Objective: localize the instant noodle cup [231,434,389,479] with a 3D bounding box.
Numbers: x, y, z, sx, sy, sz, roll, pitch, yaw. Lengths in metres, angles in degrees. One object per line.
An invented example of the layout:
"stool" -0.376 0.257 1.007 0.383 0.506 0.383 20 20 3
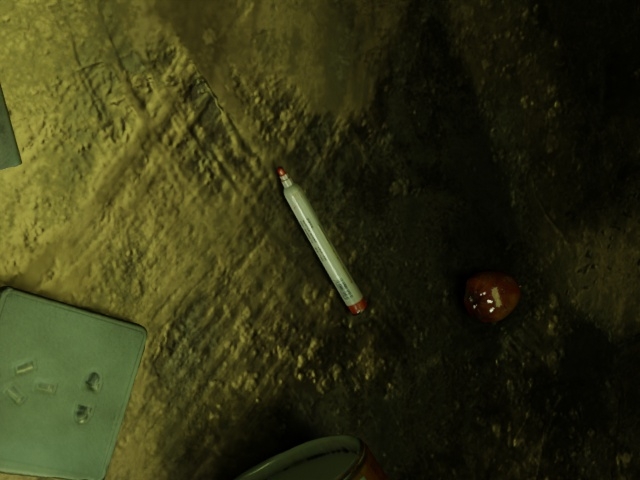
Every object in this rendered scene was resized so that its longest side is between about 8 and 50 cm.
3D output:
"instant noodle cup" -0.002 0.374 1.376 0.296 0.296 0.214 -28 98 -21

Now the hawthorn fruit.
"hawthorn fruit" 0.229 0.072 1.560 0.077 0.077 0.077 -3 97 -26

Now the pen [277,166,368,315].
"pen" 0.000 0.000 1.463 0.026 0.026 0.218 -36 109 -18

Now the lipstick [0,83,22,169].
"lipstick" -0.383 -0.192 1.221 0.077 0.079 0.252 -17 104 -24

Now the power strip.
"power strip" -0.313 0.164 1.304 0.213 0.064 0.198 22 84 -40
